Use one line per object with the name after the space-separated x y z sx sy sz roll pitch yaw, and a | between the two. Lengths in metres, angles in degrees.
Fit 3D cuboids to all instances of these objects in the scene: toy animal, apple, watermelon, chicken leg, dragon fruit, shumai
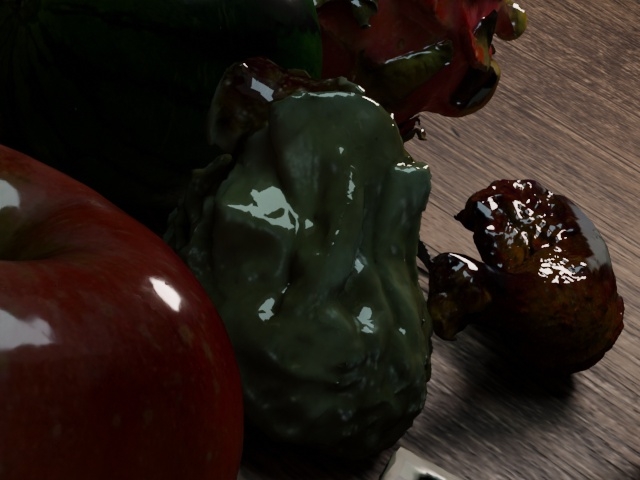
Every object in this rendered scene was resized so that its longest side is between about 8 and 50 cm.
0.057 0.000 1.412 0.084 0.050 0.028 53 40 -33 | toy animal
-0.168 0.075 0.729 0.260 0.217 0.260 20 22 -8 | apple
-0.119 -0.139 1.265 0.242 0.242 0.242 21 21 -9 | watermelon
0.159 0.027 1.316 0.158 0.096 0.407 43 17 4 | chicken leg
0.031 -0.193 1.488 0.291 0.269 0.250 -9 36 -9 | dragon fruit
-0.001 0.002 1.103 0.189 0.218 0.256 11 21 -18 | shumai

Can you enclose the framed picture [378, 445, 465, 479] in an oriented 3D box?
0.203 0.265 0.853 0.446 0.028 0.326 27 16 4 | framed picture
